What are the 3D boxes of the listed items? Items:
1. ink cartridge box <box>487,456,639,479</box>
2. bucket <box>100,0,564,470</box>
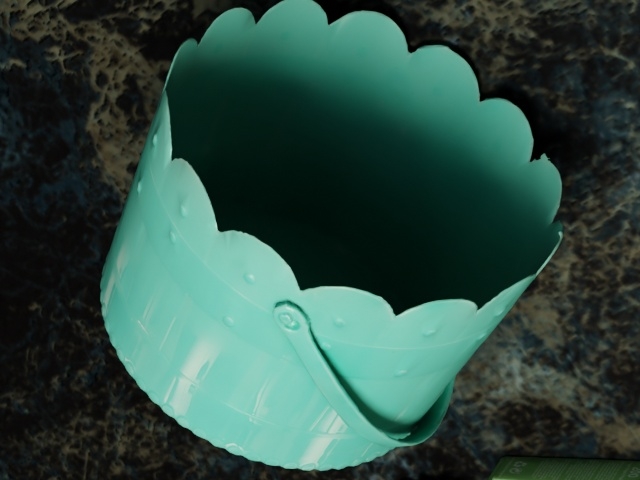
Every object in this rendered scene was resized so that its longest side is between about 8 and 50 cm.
[{"bbox_3d":[0.239,0.241,1.328,0.235,0.056,0.171,-1,110,25],"label":"ink cartridge box"},{"bbox_3d":[0.000,0.000,1.215,0.281,0.281,0.183,35,130,7],"label":"bucket"}]
